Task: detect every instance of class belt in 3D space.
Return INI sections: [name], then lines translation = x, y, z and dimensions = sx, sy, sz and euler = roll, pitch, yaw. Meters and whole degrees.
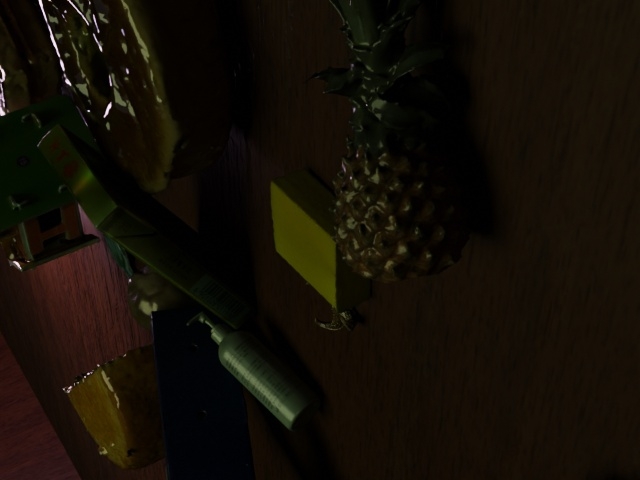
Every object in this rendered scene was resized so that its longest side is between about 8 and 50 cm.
[belt]
translation = -0.155, 0.252, 1.479
dimensions = 0.212, 0.117, 0.347
euler = 101, 160, -61

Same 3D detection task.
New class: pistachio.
[pistachio]
translation = -0.223, 0.085, 1.639
dimensions = 0.126, 0.108, 0.185
euler = 25, 166, -11

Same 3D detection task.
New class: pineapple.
[pineapple]
translation = 0.050, -0.107, 0.843
dimensions = 0.130, 0.119, 0.277
euler = -118, 16, -68

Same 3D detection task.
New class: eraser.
[eraser]
translation = 0.000, 0.000, 1.133
dimensions = 0.122, 0.045, 0.097
euler = 45, 148, 41

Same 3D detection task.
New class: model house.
[model house]
translation = -0.489, 0.002, 1.916
dimensions = 0.340, 0.300, 0.323
euler = 57, 160, 21

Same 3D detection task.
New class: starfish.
[starfish]
translation = 0.013, 0.067, 1.189
dimensions = 0.091, 0.028, 0.078
euler = 44, 145, 49

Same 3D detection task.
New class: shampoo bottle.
[shampoo bottle]
translation = -0.084, 0.152, 1.390
dimensions = 0.195, 0.056, 0.056
euler = 42, 148, 22

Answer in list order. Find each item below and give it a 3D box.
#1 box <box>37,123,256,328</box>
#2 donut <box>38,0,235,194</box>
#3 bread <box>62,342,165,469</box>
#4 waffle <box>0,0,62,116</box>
[box]
translation = -0.206, -0.011, 1.382
dimensions = 0.173, 0.043, 0.311
euler = 48, -177, 38
[donut]
translation = -0.200, -0.223, 1.248
dimensions = 0.330, 0.160, 0.330
euler = 38, 143, 37
[bread]
translation = -0.270, 0.262, 1.773
dimensions = 0.340, 0.194, 0.179
euler = -32, 80, 63
[waffle]
translation = -0.572, -0.368, 1.968
dimensions = 0.376, 0.114, 0.261
euler = 59, 155, 20
